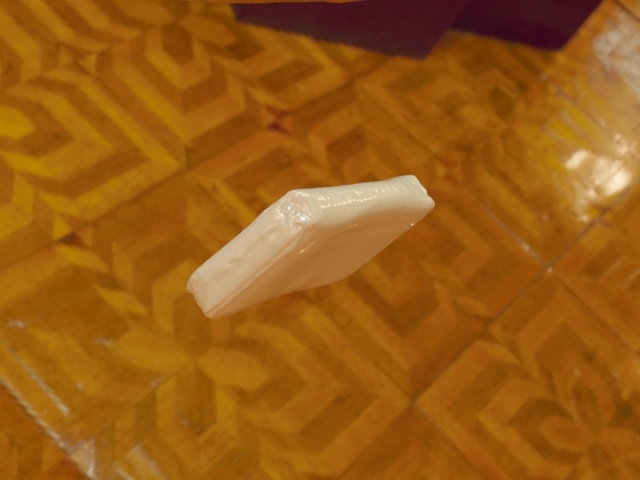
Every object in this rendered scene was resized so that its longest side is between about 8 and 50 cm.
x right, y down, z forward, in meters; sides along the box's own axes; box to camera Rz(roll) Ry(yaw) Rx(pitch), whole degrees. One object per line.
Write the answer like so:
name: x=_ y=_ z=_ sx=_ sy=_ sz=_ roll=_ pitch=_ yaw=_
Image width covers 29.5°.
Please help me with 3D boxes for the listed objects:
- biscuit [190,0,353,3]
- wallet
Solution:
biscuit: x=-0.032 y=-0.187 z=0.199 sx=0.287 sy=0.343 sz=0.057 roll=4 pitch=49 yaw=-8
wallet: x=0.000 y=0.000 z=0.695 sx=0.033 sy=0.095 sz=0.190 roll=56 pitch=22 yaw=9
